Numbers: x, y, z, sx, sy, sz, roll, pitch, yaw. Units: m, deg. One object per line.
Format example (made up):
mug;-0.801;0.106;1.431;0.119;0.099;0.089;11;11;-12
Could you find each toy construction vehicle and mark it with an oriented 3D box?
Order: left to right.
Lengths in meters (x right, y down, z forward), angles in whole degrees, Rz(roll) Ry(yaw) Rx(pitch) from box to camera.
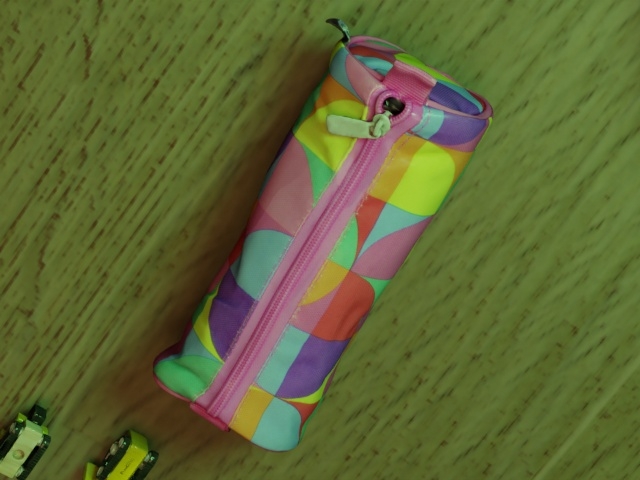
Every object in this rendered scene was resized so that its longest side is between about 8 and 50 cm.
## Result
toy construction vehicle;-0.155;0.138;1.071;0.086;0.035;0.098;28;110;-19

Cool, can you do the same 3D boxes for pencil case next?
pencil case;0.000;0.000;0.982;0.104;0.104;0.236;26;108;-7
